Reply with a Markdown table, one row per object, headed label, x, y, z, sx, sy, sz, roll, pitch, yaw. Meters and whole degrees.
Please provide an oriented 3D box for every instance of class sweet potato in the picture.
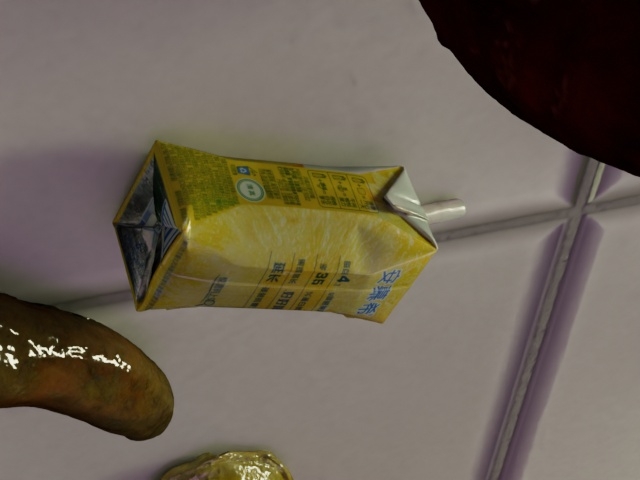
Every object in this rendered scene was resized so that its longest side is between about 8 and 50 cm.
| label | x | y | z | sx | sy | sz | roll | pitch | yaw |
| --- | --- | --- | --- | --- | --- | --- | --- | --- | --- |
| sweet potato | -0.171 | 0.057 | 0.816 | 0.273 | 0.075 | 0.075 | 16 | 129 | -44 |

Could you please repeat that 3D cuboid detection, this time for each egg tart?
| label | x | y | z | sx | sy | sz | roll | pitch | yaw |
| --- | --- | --- | --- | --- | --- | --- | --- | --- | --- |
| egg tart | -0.064 | 0.175 | 1.036 | 0.105 | 0.039 | 0.105 | -12 | 143 | -10 |

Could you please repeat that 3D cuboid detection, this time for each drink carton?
| label | x | y | z | sx | sy | sz | roll | pitch | yaw |
| --- | --- | --- | --- | --- | --- | --- | --- | --- | --- |
| drink carton | 0.000 | 0.000 | 0.825 | 0.200 | 0.074 | 0.084 | 4 | 136 | -29 |

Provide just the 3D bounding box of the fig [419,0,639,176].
| label | x | y | z | sx | sy | sz | roll | pitch | yaw |
| --- | --- | --- | --- | --- | --- | --- | --- | --- | --- |
| fig | 0.150 | -0.122 | 0.635 | 0.224 | 0.224 | 0.263 | -33 | 148 | 14 |
